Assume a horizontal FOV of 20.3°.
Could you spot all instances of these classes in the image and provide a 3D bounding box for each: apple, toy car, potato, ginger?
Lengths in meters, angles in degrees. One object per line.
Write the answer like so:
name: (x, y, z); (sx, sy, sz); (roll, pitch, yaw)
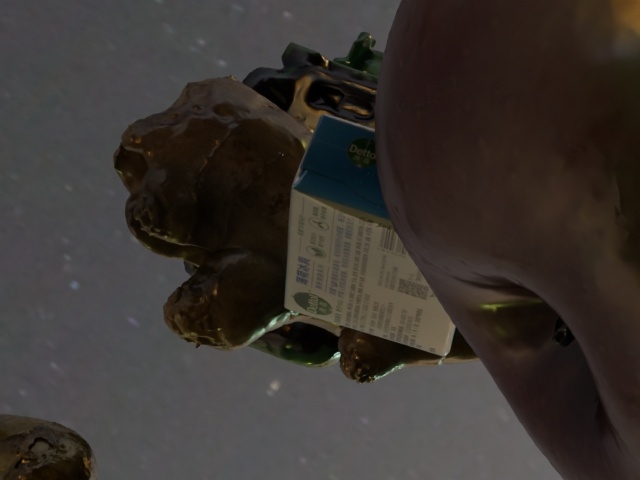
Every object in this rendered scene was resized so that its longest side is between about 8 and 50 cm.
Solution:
apple: (0.164, -0.016, 0.641); (0.235, 0.306, 0.305); (-37, -52, -15)
toy car: (0.016, -0.050, 1.823); (0.176, 0.213, 0.358); (28, -99, -67)
potato: (-0.225, 0.170, 1.301); (0.107, 0.170, 0.080); (-10, -86, -25)
ginger: (-0.012, 0.011, 1.556); (0.236, 0.375, 0.166); (-36, -26, -50)

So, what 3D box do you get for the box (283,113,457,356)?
box: (0.050, 0.001, 1.352); (0.194, 0.139, 0.073); (96, -166, -62)
